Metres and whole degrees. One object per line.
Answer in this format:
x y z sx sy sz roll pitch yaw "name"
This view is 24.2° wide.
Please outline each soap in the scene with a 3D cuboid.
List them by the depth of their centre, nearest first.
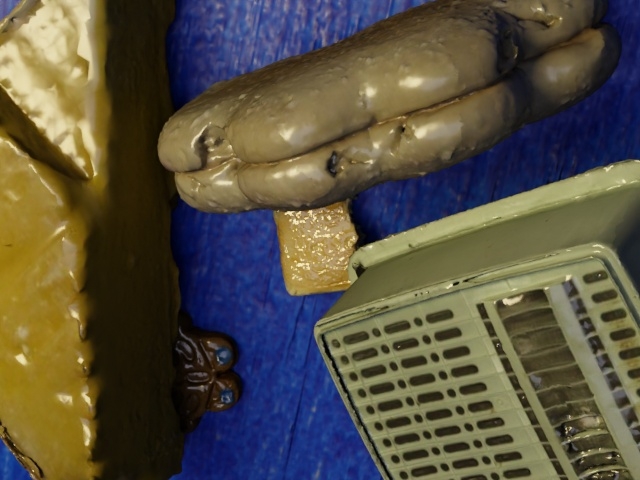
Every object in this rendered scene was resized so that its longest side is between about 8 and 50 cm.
-0.146 -0.003 1.097 0.304 0.169 0.339 -38 90 24 "soap"

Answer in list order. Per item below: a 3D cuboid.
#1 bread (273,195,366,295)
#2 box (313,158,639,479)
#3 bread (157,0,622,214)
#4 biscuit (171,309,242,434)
0.000 0.000 1.148 0.070 0.035 0.083 -12 98 14 "bread"
0.157 0.074 1.033 0.290 0.166 0.221 -18 105 39 "box"
0.040 -0.095 1.031 0.337 0.183 0.102 -18 101 12 "bread"
-0.152 0.106 1.217 0.175 0.026 0.124 -2 108 12 "biscuit"
